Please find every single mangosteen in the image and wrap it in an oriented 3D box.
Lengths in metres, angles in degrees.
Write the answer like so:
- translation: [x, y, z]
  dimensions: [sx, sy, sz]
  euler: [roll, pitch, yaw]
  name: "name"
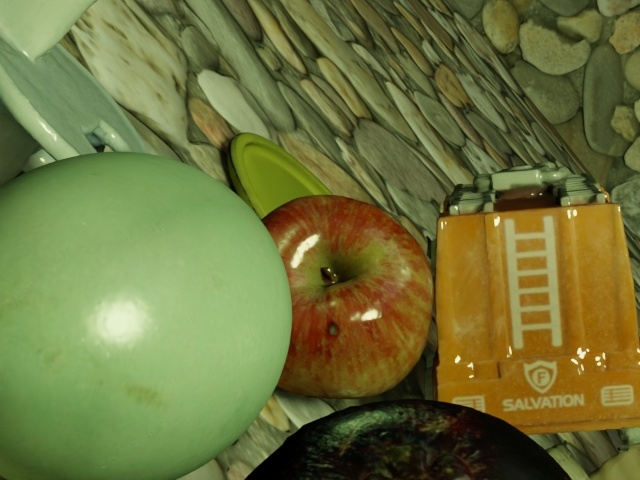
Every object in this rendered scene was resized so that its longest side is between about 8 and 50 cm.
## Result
- translation: [0.042, 0.197, 0.884]
  dimensions: [0.216, 0.216, 0.216]
  euler: [45, 16, -17]
  name: "mangosteen"

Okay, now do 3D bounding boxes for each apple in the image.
- translation: [0.008, 0.043, 1.220]
  dimensions: [0.146, 0.146, 0.131]
  euler: [55, -13, 17]
  name: "apple"

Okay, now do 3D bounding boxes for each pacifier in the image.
- translation: [-0.159, -0.160, 1.059]
  dimensions: [0.299, 0.233, 0.244]
  euler: [50, 13, -5]
  name: "pacifier"

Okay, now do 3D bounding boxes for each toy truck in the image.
- translation: [0.168, 0.041, 1.402]
  dimensions: [0.387, 0.173, 0.207]
  euler: [-46, 131, -82]
  name: "toy truck"

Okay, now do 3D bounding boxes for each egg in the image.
- translation: [-0.104, 0.041, 0.864]
  dimensions: [0.168, 0.168, 0.231]
  euler: [52, 20, 7]
  name: "egg"

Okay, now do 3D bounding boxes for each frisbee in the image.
- translation: [0.000, 0.000, 1.525]
  dimensions: [0.236, 0.017, 0.236]
  euler: [46, 16, -17]
  name: "frisbee"

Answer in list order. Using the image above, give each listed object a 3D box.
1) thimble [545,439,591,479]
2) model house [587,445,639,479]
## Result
- translation: [0.171, 0.216, 1.338]
  dimensions: [0.090, 0.102, 0.115]
  euler: [55, 24, 15]
  name: "thimble"
- translation: [0.523, 0.288, 1.610]
  dimensions: [0.445, 0.400, 0.395]
  euler: [55, 19, 21]
  name: "model house"
